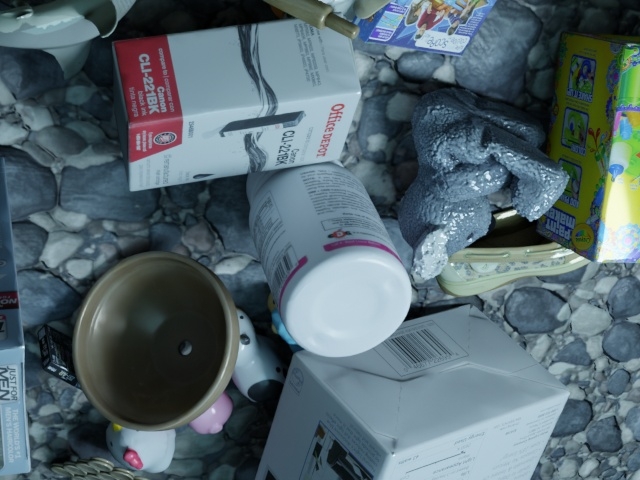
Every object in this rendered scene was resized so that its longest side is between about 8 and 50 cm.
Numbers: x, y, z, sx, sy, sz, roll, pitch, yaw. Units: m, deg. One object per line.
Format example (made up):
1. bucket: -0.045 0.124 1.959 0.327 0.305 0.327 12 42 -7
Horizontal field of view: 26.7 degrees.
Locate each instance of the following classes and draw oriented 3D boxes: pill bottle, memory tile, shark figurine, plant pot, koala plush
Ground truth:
1. pill bottle: 0.000 0.000 1.694 0.160 0.283 0.160 -9 128 -11
2. memory tile: -0.319 0.344 1.970 0.113 0.012 0.148 32 149 -30
3. shark figurine: -0.318 -0.230 1.508 0.278 0.166 0.116 -11 138 -8
4. plant pot: -0.204 0.139 1.803 0.237 0.237 0.110 -36 159 11
5. koala plush: 0.174 -0.069 1.774 0.203 0.196 0.221 21 118 -17

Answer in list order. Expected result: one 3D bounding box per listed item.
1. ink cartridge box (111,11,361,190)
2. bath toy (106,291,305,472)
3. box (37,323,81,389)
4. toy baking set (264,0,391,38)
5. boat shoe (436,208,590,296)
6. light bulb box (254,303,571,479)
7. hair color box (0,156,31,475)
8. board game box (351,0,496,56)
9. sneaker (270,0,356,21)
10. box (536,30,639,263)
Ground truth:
1. ink cartridge box: -0.102 -0.162 1.599 0.273 0.114 0.197 -10 161 -11
2. bath toy: -0.166 0.209 1.900 0.348 0.129 0.151 -36 94 10
3. box: -0.349 0.158 1.830 0.018 0.083 0.067 -44 127 15
4. toy baking set: 0.026 -0.330 1.512 0.196 0.256 0.030 -58 165 8
5. boat shoe: 0.295 -0.005 1.900 0.285 0.104 0.089 -21 132 -1
6. light bulb box: 0.115 0.326 1.945 0.358 0.225 0.361 -11 132 -38
7. hair color box: -0.407 0.080 1.565 0.114 0.374 0.185 -5 126 -14
8. board game box: 0.138 -0.293 1.624 0.201 0.035 0.136 -1 131 -51
9. sneaker: 0.060 -0.345 1.593 0.262 0.099 0.121 -42 145 14
10. box: 0.465 -0.121 1.768 0.290 0.177 0.279 1 103 -18
